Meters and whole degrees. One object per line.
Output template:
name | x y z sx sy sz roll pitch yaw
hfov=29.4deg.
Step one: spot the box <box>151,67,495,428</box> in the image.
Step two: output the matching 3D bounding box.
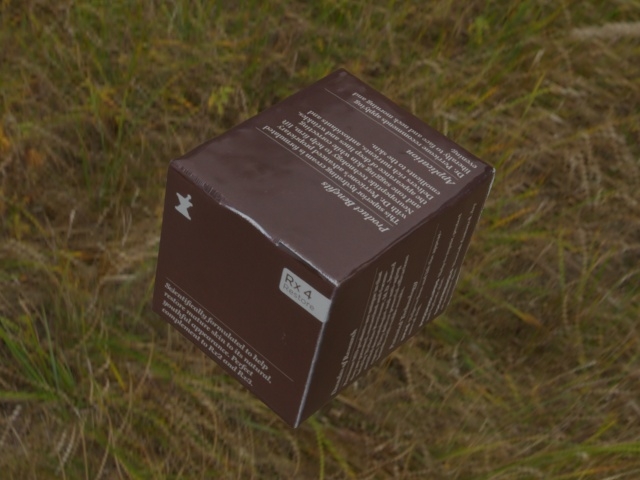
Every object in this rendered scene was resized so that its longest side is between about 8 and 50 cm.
box | 0.000 0.000 0.968 0.168 0.167 0.203 37 48 23
